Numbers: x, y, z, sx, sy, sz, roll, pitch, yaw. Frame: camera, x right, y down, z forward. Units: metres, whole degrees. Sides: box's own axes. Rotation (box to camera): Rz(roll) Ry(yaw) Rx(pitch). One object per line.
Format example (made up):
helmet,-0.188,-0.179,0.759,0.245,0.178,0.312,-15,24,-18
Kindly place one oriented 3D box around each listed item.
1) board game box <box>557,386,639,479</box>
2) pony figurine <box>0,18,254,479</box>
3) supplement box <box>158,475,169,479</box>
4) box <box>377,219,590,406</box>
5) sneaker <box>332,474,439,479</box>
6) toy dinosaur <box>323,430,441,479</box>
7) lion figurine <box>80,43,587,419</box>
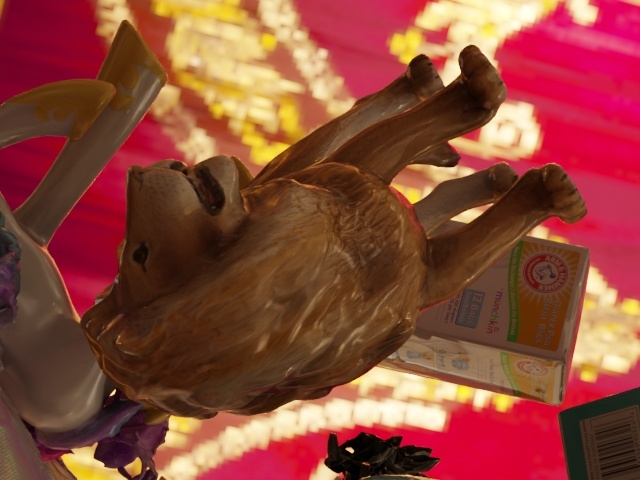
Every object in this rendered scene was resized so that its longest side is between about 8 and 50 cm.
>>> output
board game box,0.306,0.282,1.445,0.079,0.336,0.254,-19,-119,27
pony figurine,-0.183,0.081,1.220,0.363,0.351,0.303,-36,-177,-5
supplement box,-0.145,0.275,1.713,0.098,0.062,0.036,-56,-161,-5
box,0.124,0.056,1.618,0.103,0.203,0.114,80,25,-62
sneaker,-0.039,0.198,0.796,0.127,0.319,0.208,55,-23,21
toy dinosaur,0.044,0.285,1.534,0.164,0.322,0.218,26,-81,41
lion figurine,0.000,0.000,1.023,0.240,0.142,0.392,-33,178,0
